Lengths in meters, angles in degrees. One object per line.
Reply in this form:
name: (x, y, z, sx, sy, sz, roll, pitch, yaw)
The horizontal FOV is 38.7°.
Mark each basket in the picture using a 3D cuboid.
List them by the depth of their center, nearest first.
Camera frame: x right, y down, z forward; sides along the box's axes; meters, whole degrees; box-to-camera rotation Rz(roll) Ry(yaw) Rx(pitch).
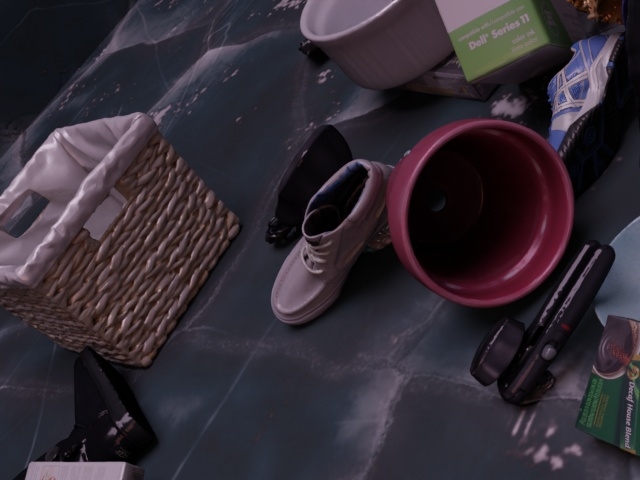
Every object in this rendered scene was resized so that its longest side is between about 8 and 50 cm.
basket: (-0.372, 0.002, 1.495, 0.331, 0.266, 0.328, 2, 53, 48)

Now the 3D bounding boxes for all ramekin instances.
ramekin: (0.117, -0.362, 1.406, 0.277, 0.135, 0.277, -30, 34, 23)

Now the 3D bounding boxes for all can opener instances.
can opener: (0.228, 0.080, 0.898, 0.186, 0.073, 0.059, -52, 26, 7)

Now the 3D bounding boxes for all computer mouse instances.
computer mouse: (-0.001, -0.080, 1.295, 0.188, 0.072, 0.272, -53, -4, -11)

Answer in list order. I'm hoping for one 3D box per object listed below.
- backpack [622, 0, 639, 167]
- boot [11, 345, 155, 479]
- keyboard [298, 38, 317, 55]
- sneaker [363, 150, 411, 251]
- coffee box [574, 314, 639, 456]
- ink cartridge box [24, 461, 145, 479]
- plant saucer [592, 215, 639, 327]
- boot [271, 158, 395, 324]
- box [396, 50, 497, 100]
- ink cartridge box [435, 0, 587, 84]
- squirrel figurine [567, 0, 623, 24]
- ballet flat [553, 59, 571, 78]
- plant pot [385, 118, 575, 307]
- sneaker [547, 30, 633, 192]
backpack: (0.421, -0.187, 0.842, 0.276, 0.263, 0.213, 7, 57, 53)
boot: (-0.361, 0.282, 1.309, 0.207, 0.094, 0.246, -42, 37, -6)
keyboard: (0.084, -0.459, 1.715, 0.317, 0.033, 0.201, -41, 13, 5)
sneaker: (0.103, -0.052, 1.241, 0.166, 0.065, 0.076, -50, -3, 11)
coffee box: (0.306, 0.135, 0.754, 0.184, 0.040, 0.113, 19, 93, 55)
ink cartridge box: (-0.316, 0.358, 1.164, 0.179, 0.045, 0.145, -9, 60, 33)
plant saucer: (0.356, 0.035, 0.862, 0.195, 0.037, 0.195, -29, 33, 21)
boot: (0.000, 0.000, 1.166, 0.095, 0.123, 0.258, 43, 104, 26)
box: (0.221, -0.308, 1.407, 0.183, 0.056, 0.231, -51, 32, -11)
ink cartridge box: (0.213, -0.389, 1.190, 0.119, 0.354, 0.207, -23, -4, 31)
squirrel figurine: (0.403, -0.419, 1.081, 0.397, 0.281, 0.370, -36, 14, -38)
ballet flat: (0.385, -0.225, 1.124, 0.203, 0.074, 0.074, -24, 35, 38)
plant pot: (0.159, -0.041, 1.043, 0.201, 0.201, 0.180, -44, 16, -2)
sneaker: (0.307, -0.149, 1.076, 0.081, 0.080, 0.211, 15, 74, 48)
